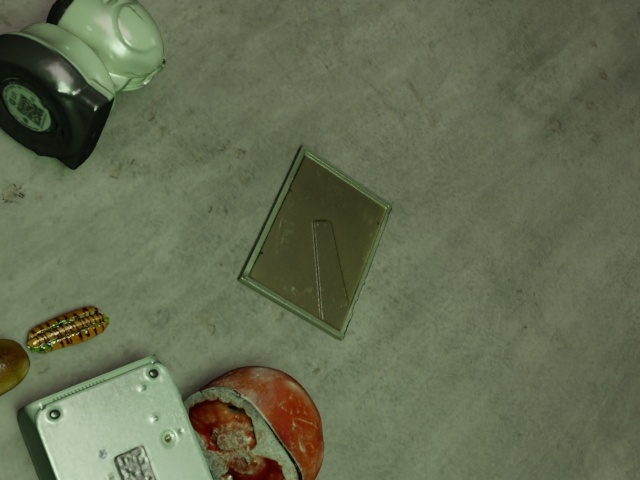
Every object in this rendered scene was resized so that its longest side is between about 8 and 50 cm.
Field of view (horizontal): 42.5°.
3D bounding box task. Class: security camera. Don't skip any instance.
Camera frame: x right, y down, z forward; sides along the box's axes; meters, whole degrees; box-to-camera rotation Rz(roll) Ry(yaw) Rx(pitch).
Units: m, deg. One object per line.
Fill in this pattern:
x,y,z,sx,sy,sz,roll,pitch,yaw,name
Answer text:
-0.353,-0.273,1.232,0.191,0.197,0.277,36,52,-4,security camera

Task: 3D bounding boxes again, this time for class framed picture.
0.000,0.000,1.437,0.213,0.016,0.289,32,60,-18,framed picture

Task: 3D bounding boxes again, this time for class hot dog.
-0.359,0.127,1.173,0.122,0.037,0.049,-23,82,-35,hot dog

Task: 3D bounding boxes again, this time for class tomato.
-0.083,0.278,1.221,0.155,0.180,0.214,-36,101,-52,tomato

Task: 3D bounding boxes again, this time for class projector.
-0.268,0.305,1.121,0.198,0.108,0.251,-19,83,-34,projector

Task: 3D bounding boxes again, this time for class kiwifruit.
-0.446,0.176,1.085,0.124,0.075,0.075,-25,87,-30,kiwifruit
